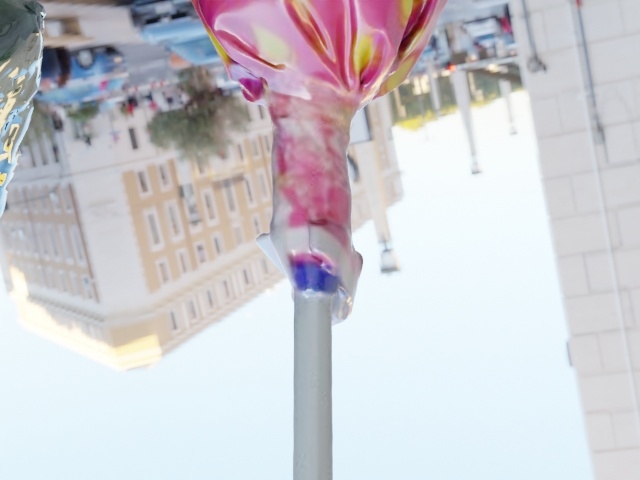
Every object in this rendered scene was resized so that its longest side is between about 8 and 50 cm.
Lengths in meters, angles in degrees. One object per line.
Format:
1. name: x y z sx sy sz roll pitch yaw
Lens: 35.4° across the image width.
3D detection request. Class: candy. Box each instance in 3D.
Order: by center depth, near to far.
1. candy: 0.000 0.000 0.406 0.124 0.366 0.124 -1 166 0

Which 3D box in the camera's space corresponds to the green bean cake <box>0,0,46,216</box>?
1. green bean cake: -0.345 -0.040 0.619 0.308 0.169 0.300 -43 173 -47
